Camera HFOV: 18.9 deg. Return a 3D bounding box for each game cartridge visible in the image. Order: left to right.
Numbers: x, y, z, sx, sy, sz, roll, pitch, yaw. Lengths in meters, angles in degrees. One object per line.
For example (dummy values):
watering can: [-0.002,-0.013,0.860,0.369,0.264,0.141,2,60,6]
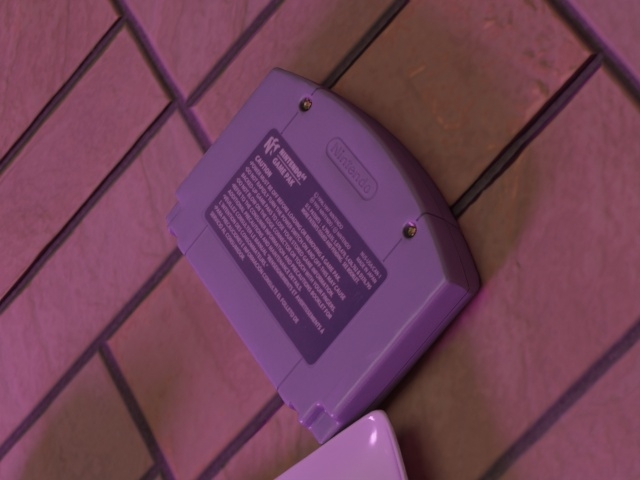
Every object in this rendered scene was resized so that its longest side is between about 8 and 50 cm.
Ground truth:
game cartridge: [0.000,0.000,1.529,0.198,0.062,0.297,-47,48,12]

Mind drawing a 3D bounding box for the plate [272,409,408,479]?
plate: [-0.006,0.308,1.412,0.277,0.045,0.278,-36,52,25]
